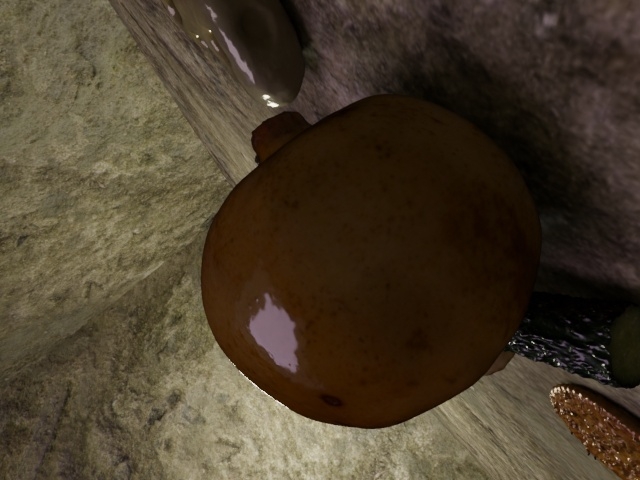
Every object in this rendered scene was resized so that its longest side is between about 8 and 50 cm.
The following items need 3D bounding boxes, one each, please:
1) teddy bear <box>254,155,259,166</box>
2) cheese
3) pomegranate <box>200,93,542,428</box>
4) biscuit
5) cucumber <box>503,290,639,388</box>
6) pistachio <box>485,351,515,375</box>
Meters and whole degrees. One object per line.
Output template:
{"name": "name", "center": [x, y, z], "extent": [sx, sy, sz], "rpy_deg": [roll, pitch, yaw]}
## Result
{"name": "teddy bear", "center": [-0.075, -0.162, 1.080], "extent": [0.267, 0.156, 0.256], "rpy_deg": [52, 172, -18]}
{"name": "cheese", "center": [-0.180, -0.399, 0.727], "extent": [0.351, 0.129, 0.328], "rpy_deg": [58, 166, -29]}
{"name": "pomegranate", "center": [0.049, 0.010, 0.532], "extent": [0.417, 0.416, 0.417], "rpy_deg": [49, 170, 11]}
{"name": "biscuit", "center": [0.499, 0.346, 0.698], "extent": [0.254, 0.035, 0.254], "rpy_deg": [49, 170, 12]}
{"name": "cucumber", "center": [0.261, 0.115, 0.599], "extent": [0.096, 0.096, 0.359], "rpy_deg": [53, 161, -13]}
{"name": "pistachio", "center": [0.276, 0.160, 0.789], "extent": [0.200, 0.117, 0.145], "rpy_deg": [51, 165, 48]}
